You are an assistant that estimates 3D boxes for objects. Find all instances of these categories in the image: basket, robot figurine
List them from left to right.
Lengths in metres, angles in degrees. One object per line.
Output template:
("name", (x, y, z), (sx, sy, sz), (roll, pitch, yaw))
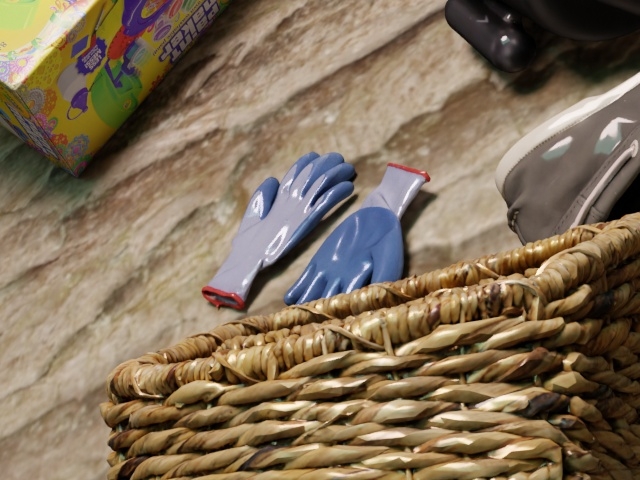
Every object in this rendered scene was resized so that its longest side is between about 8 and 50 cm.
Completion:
("basket", (0.028, 0.077, 0.821), (0.299, 0.213, 0.223), (-15, 59, 30))
("robot figurine", (0.175, -0.252, 1.090), (0.209, 0.173, 0.278), (-35, 37, -5))

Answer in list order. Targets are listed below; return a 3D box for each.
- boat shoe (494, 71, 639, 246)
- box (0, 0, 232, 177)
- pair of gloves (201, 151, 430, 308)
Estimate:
("boat shoe", (0.261, -0.089, 0.908), (0.335, 0.112, 0.095), (-38, 53, 21))
("box", (-0.259, -0.270, 1.393), (0.279, 0.177, 0.290), (34, 76, 21))
("pair of gloves", (0.000, 0.000, 1.114), (0.198, 0.023, 0.159), (16, 65, 49))
